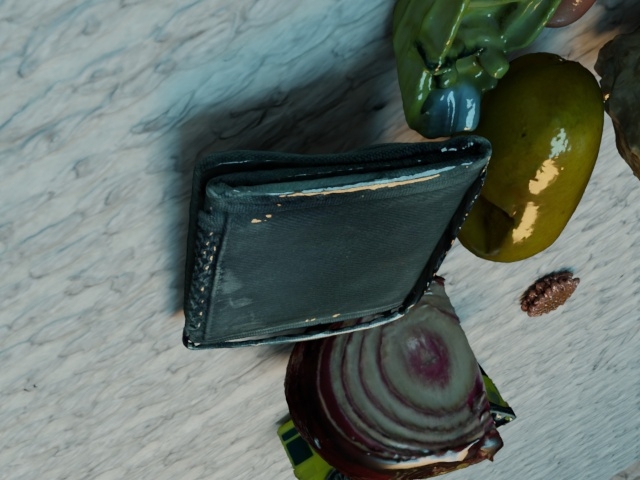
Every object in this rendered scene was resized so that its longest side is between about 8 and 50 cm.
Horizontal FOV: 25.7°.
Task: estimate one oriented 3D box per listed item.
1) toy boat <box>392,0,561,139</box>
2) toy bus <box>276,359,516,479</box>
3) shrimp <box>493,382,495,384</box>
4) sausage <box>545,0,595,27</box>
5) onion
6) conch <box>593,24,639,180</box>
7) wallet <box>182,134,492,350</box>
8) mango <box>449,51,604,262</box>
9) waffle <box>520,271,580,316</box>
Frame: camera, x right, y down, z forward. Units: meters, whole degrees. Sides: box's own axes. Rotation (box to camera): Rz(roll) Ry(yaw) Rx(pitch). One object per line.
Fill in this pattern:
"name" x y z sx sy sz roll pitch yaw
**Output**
"toy boat" 0.133 -0.200 1.056 0.111 0.084 0.276 -10 145 -34
"toy bus" 0.092 0.226 1.725 0.262 0.150 0.128 -33 157 15
"shrimp" 0.144 0.226 1.901 0.236 0.053 0.133 -4 142 -41
"sausage" 0.198 -0.211 1.131 0.054 0.059 0.094 2 146 -23
"onion" 0.061 0.163 1.518 0.207 0.216 0.206 -14 169 -12
"conch" 0.399 -0.166 1.301 0.297 0.210 0.352 -36 176 10
"wallet" 0.000 0.000 1.221 0.237 0.075 0.342 -6 156 -10
"mango" 0.178 -0.075 1.223 0.130 0.167 0.262 17 157 2
"waffle" 0.299 0.070 1.818 0.083 0.029 0.075 -12 150 -42
